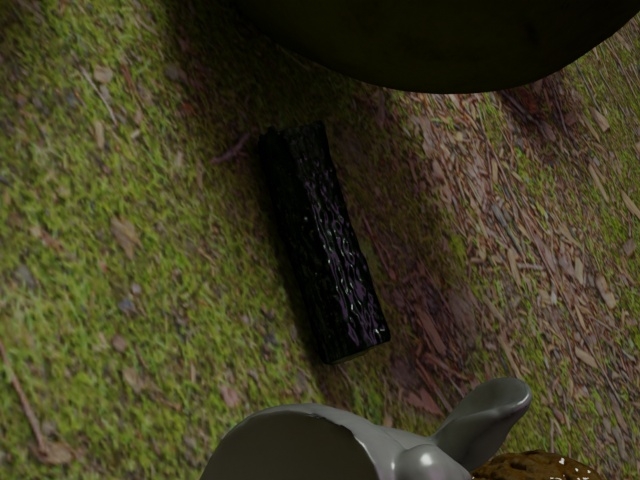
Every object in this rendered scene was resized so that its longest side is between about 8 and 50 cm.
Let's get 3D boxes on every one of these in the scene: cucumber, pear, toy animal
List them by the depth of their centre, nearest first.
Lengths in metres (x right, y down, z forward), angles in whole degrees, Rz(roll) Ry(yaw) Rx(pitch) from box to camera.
[{"bbox_3d":[0.031,0.154,0.867,0.193,0.179,0.127,14,57,-54],"label":"toy animal"},{"bbox_3d":[-0.001,0.000,1.081,0.058,0.058,0.187,14,53,-56],"label":"cucumber"},{"bbox_3d":[0.108,-0.275,1.126,0.352,0.413,0.352,43,35,-42],"label":"pear"}]

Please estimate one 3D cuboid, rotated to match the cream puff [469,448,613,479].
[{"bbox_3d":[0.126,0.246,0.970,0.169,0.183,0.183,-27,90,-47],"label":"cream puff"}]
